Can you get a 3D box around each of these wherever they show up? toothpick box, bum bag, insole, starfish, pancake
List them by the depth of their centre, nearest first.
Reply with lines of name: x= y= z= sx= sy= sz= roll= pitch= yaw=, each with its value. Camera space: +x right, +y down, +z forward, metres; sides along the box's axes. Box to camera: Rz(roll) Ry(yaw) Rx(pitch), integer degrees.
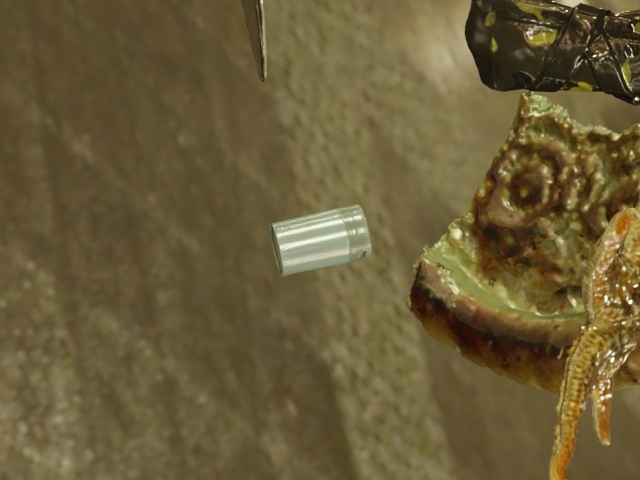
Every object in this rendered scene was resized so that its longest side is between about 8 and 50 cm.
starfish: x=0.204 y=0.045 z=1.362 sx=0.138 sy=0.050 sz=0.247 roll=-23 pitch=124 yaw=-67
insole: x=-0.062 y=-0.222 z=1.398 sx=0.322 sy=0.007 sz=0.109 roll=-105 pitch=-172 yaw=-52
bum bag: x=0.245 y=-0.175 z=1.744 sx=0.060 sy=0.232 sz=0.107 roll=-69 pitch=167 yaw=-59
toothpick box: x=0.000 y=0.000 z=1.758 sx=0.052 sy=0.083 sz=0.052 roll=168 pitch=-90 yaw=-82
pancake: x=0.277 y=0.006 z=1.883 sx=0.067 sy=0.426 sz=0.305 roll=26 pitch=79 yaw=-50
